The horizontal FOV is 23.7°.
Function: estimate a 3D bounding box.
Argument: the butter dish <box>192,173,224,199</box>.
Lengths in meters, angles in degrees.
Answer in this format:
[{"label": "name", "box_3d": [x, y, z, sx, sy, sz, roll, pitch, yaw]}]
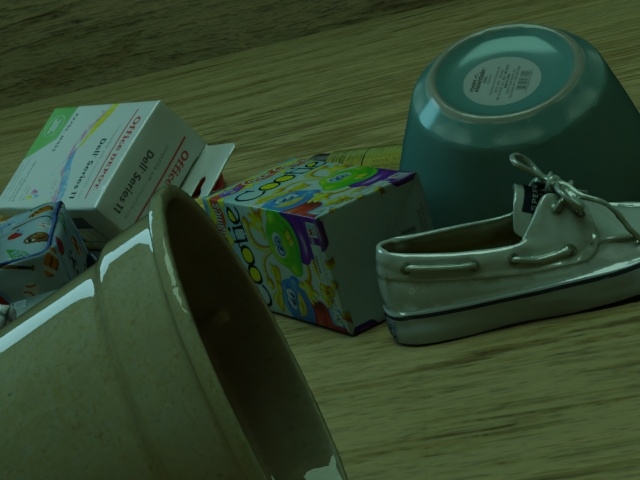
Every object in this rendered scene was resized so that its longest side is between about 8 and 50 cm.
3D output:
[{"label": "butter dish", "box_3d": [-0.244, -0.116, 2.442, 0.160, 0.118, 0.160, -16, 17, -2]}]

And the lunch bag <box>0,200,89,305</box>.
[{"label": "lunch bag", "box_3d": [-0.450, 0.052, 2.097, 0.243, 0.115, 0.303, -21, 15, 2]}]

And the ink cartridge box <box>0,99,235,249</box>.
[{"label": "ink cartridge box", "box_3d": [-0.313, -0.097, 2.299, 0.353, 0.119, 0.207, 1, 56, 46]}]

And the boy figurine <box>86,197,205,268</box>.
[{"label": "boy figurine", "box_3d": [-0.156, 0.011, 1.943, 0.285, 0.092, 0.177, -23, 50, -27]}]

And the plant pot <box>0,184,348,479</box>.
[{"label": "plant pot", "box_3d": [-0.169, 0.175, 1.124, 0.305, 0.333, 0.334, -27, 15, 6]}]

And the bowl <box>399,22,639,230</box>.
[{"label": "bowl", "box_3d": [0.227, -0.137, 1.766, 0.312, 0.163, 0.311, -10, 42, 9]}]

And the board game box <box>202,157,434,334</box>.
[{"label": "board game box", "box_3d": [0.000, 0.000, 1.771, 0.142, 0.144, 0.275, -25, 18, -26]}]

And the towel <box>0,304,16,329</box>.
[{"label": "towel", "box_3d": [-0.489, 0.146, 1.631, 0.284, 0.121, 0.235, 0, 59, 42]}]

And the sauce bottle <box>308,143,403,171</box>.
[{"label": "sauce bottle", "box_3d": [0.146, -0.073, 1.940, 0.344, 0.111, 0.111, -3, 20, 27]}]

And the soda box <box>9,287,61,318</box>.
[{"label": "soda box", "box_3d": [-0.292, 0.139, 1.673, 0.091, 0.098, 0.286, -16, 16, -4]}]

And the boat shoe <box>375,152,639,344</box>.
[{"label": "boat shoe", "box_3d": [0.230, -0.015, 1.571, 0.367, 0.156, 0.136, -14, 16, 9]}]
